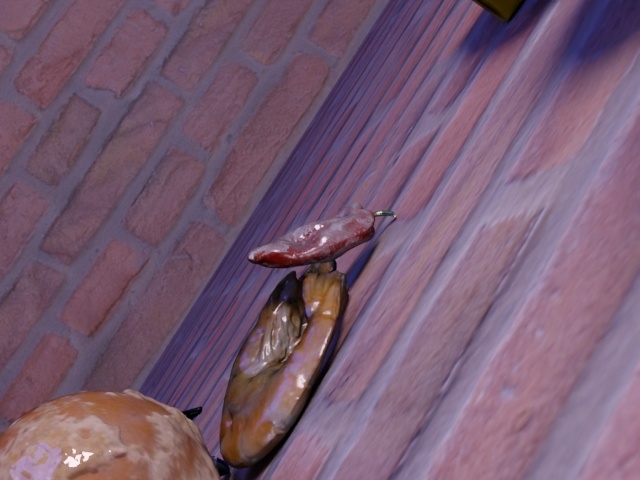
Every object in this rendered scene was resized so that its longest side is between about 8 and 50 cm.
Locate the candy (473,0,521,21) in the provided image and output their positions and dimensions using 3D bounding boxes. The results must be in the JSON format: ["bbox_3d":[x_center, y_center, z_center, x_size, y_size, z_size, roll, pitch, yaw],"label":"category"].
[{"bbox_3d":[0.233,-0.368,1.011,0.276,0.088,0.146,-54,10,15],"label":"candy"}]

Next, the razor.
[{"bbox_3d":[-0.105,0.186,0.855,0.154,0.044,0.028,73,-176,-58],"label":"razor"}]

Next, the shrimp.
[{"bbox_3d":[-0.024,0.085,0.872,0.145,0.059,0.254,-40,19,56],"label":"shrimp"}]

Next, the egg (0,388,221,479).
[{"bbox_3d":[-0.162,0.203,0.713,0.195,0.195,0.233,-60,-22,-23],"label":"egg"}]

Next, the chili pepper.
[{"bbox_3d":[0.001,0.001,0.902,0.153,0.041,0.050,-25,-2,-26],"label":"chili pepper"}]
